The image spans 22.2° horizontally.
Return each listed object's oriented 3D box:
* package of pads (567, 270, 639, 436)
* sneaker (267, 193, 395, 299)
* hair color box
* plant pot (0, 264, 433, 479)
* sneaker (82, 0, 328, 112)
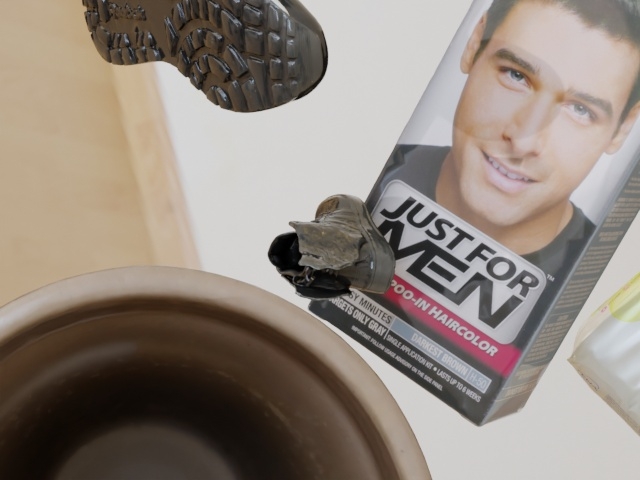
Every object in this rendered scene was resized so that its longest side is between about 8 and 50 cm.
[{"bbox_3d":[0.411,0.085,1.576,0.229,0.296,0.101,45,3,10],"label":"package of pads"},{"bbox_3d":[-0.001,0.002,1.244,0.170,0.089,0.051,-127,-133,-61],"label":"sneaker"},{"bbox_3d":[0.165,-0.056,1.345,0.185,0.374,0.113,33,14,21],"label":"hair color box"},{"bbox_3d":[-0.087,0.149,0.802,0.229,0.263,0.263,156,-83,-81],"label":"plant pot"},{"bbox_3d":[-0.057,-0.171,1.175,0.124,0.283,0.107,-17,116,-30],"label":"sneaker"}]
